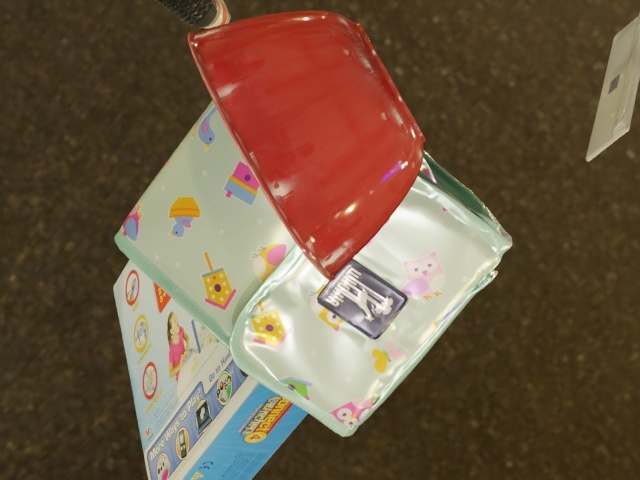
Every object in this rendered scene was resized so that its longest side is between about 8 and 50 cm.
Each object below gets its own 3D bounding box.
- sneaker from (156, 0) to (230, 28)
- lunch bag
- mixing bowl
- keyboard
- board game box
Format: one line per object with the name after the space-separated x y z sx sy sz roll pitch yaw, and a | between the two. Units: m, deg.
-0.176 -0.312 1.762 0.161 0.057 0.075 40 13 17 | sneaker
0.000 0.000 1.162 0.262 0.223 0.160 44 14 21 | lunch bag
0.003 -0.077 0.903 0.181 0.098 0.181 59 5 -9 | mixing bowl
0.366 -0.195 1.740 0.014 0.072 0.256 31 46 -9 | keyboard
-0.112 0.090 1.544 0.086 0.308 0.302 6 51 -29 | board game box
